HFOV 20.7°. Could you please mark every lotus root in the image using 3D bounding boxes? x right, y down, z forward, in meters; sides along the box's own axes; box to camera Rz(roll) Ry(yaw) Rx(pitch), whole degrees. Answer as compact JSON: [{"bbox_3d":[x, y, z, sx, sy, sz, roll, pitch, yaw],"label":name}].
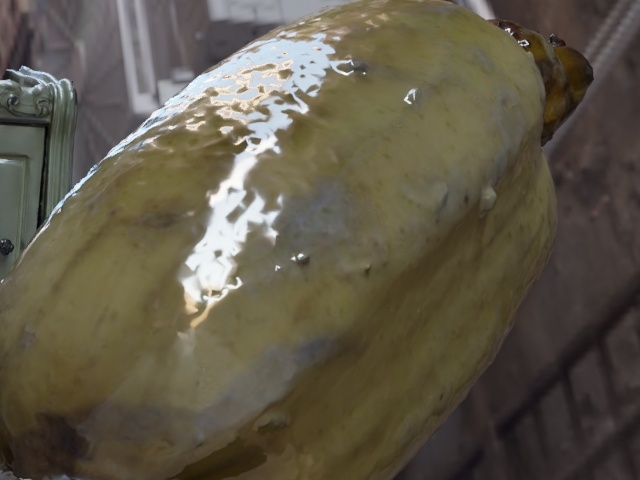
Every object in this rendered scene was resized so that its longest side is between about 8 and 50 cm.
[{"bbox_3d":[0.000,0.000,0.690,0.152,0.342,0.169,15,-47,31],"label":"lotus root"}]

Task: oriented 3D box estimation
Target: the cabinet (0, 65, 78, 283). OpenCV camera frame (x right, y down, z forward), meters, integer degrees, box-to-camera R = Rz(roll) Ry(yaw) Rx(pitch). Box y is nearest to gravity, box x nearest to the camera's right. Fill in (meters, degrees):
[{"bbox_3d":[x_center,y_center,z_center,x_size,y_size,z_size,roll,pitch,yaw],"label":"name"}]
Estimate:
[{"bbox_3d":[-0.399,-0.016,1.539,0.318,0.289,0.227,3,9,-22],"label":"cabinet"}]
